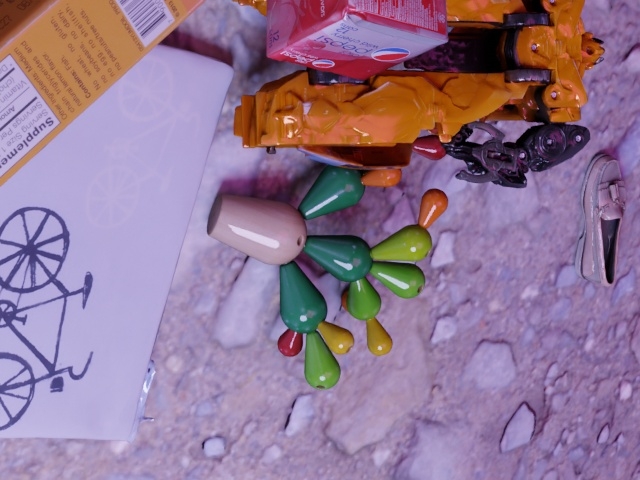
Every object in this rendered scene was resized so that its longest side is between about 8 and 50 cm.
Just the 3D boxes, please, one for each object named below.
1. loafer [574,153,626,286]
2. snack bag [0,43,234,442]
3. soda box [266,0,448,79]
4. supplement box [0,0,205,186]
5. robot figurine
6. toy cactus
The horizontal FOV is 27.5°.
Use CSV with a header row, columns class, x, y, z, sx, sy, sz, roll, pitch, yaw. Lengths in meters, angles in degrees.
class,x,y,z,sx,sy,sz,roll,pitch,yaw
loafer,0.268,-0.017,1.220,0.045,0.039,0.125,-9,114,-30
snack bag,-0.226,-0.013,0.887,0.343,0.037,0.323,7,103,-42
soda box,0.020,-0.246,0.857,0.083,0.092,0.263,9,74,-36
supplement box,-0.180,-0.115,0.803,0.233,0.078,0.080,-43,134,-17
robot figurine,0.079,-0.143,0.974,0.291,0.085,0.211,-2,93,-24
toy cactus,0.000,0.000,1.027,0.181,0.112,0.219,18,101,-18
